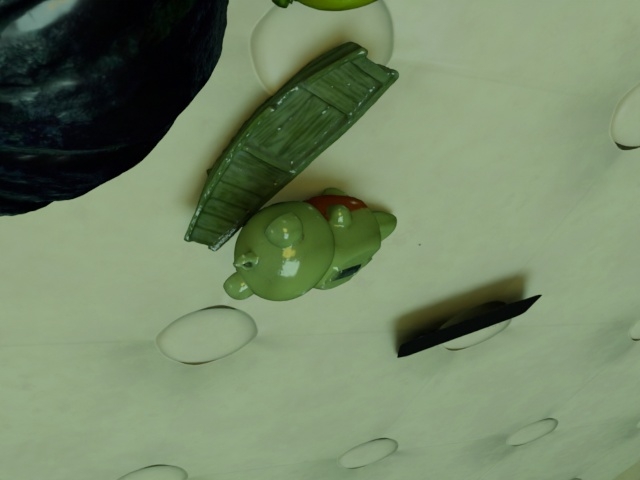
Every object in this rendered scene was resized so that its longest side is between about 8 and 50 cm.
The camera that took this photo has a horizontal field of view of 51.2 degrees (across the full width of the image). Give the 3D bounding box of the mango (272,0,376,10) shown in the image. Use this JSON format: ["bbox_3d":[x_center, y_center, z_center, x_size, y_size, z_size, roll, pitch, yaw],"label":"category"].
[{"bbox_3d":[-0.003,-0.285,0.434,0.185,0.149,0.273,-11,137,2],"label":"mango"}]

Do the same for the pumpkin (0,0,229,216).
[{"bbox_3d":[-0.225,-0.170,0.359,0.363,0.266,0.363,-6,147,-4],"label":"pumpkin"}]

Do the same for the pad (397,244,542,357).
[{"bbox_3d":[0.236,0.101,1.080,0.250,0.055,0.323,-19,142,-2],"label":"pad"}]

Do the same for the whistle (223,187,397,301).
[{"bbox_3d":[0.000,0.000,0.787,0.288,0.106,0.131,-16,153,-51],"label":"whistle"}]

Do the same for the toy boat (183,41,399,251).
[{"bbox_3d":[-0.047,-0.100,0.710,0.293,0.055,0.093,-42,138,25],"label":"toy boat"}]
